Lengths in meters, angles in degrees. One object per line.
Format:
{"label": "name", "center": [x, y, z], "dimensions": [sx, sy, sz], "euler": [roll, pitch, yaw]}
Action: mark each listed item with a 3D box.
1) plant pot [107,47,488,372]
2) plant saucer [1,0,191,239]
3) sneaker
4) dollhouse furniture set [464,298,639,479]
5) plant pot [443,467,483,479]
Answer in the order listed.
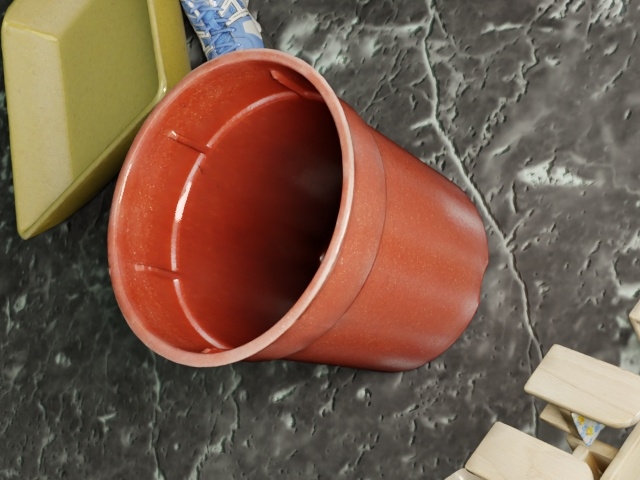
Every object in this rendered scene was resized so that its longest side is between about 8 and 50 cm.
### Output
{"label": "plant pot", "center": [0.000, 0.000, 1.226], "dimensions": [0.272, 0.265, 0.272], "euler": [-13, 68, 37]}
{"label": "plant saucer", "center": [-0.253, -0.209, 1.581], "dimensions": [0.333, 0.081, 0.332], "euler": [-38, 52, 41]}
{"label": "sneaker", "center": [-0.114, -0.240, 1.514], "dimensions": [0.080, 0.081, 0.211], "euler": [-37, 57, 24]}
{"label": "dollhouse furniture set", "center": [0.263, 0.165, 1.002], "dimensions": [0.161, 0.212, 0.242], "euler": [21, 63, 43]}
{"label": "plant pot", "center": [0.125, 0.258, 1.157], "dimensions": [0.109, 0.109, 0.096], "euler": [-39, 68, 23]}
